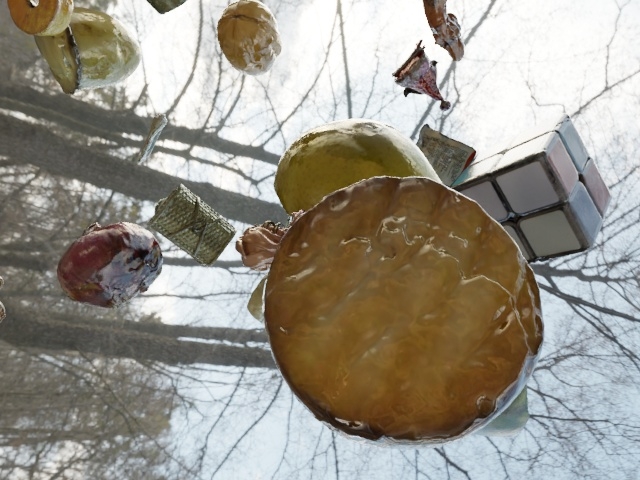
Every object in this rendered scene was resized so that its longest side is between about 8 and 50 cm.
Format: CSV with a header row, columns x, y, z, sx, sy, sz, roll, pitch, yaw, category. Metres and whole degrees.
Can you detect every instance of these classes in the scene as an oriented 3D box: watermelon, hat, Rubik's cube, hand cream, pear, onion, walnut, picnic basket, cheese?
x,y,z,sx,sy,sz,roll,pitch,yaw,category
0.291,0.276,1.038,0.331,0.189,0.331,173,-90,-83,watermelon
0.340,-0.500,1.479,0.140,0.227,0.129,-51,-159,5,hat
0.624,-0.137,1.403,0.316,0.313,0.318,-23,-165,48,Rubik's cube
-0.469,-0.284,1.306,0.165,0.037,0.057,-55,-174,28,hand cream
0.096,-0.143,0.992,0.386,0.340,0.192,24,-53,15,pear
-0.227,0.023,0.507,0.107,0.107,0.097,-44,-109,23,onion
-0.174,-0.495,1.156,0.159,0.206,0.159,0,-93,5,walnut
-0.346,-0.038,1.268,0.134,0.196,0.154,-53,-159,-14,picnic basket
-0.122,0.152,1.487,0.093,0.159,0.263,33,-118,23,cheese

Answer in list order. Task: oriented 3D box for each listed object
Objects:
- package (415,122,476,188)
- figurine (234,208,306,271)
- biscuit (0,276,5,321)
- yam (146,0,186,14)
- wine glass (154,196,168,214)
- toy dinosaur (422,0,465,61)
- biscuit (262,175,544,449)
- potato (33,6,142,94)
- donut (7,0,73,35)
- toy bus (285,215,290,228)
x,y,z,sx,sy,sz,roll,pitch,yaw,category
0.410,-0.288,1.618,0.166,0.231,0.040,-65,-169,5,package
-0.063,0.007,0.802,0.114,0.156,0.126,-14,-107,46,figurine
-0.745,0.103,0.978,0.138,0.205,0.031,-33,-146,-21,biscuit
-0.415,-0.647,1.141,0.107,0.194,0.107,-33,-150,22,yam
-0.458,-0.093,1.508,0.204,0.111,0.111,5,-103,54,wine glass
0.154,-0.471,0.654,0.097,0.432,0.208,-5,-127,23,toy dinosaur
0.083,0.071,0.515,0.296,0.102,0.297,-2,-116,4,biscuit
-0.610,-0.514,1.257,0.285,0.242,0.243,16,-94,45,potato
-0.587,-0.501,0.986,0.151,0.058,0.152,3,-82,20,donut
0.000,0.000,1.373,0.165,0.133,0.271,-52,-133,24,toy bus
